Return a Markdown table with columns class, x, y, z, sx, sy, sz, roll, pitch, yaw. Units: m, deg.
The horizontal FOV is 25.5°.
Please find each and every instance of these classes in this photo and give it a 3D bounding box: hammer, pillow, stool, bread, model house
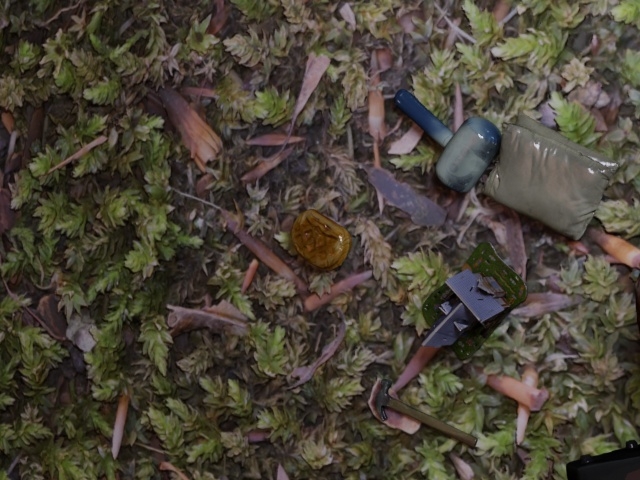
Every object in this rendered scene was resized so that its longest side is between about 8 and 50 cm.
| class | x | y | z | sx | sy | sz | roll | pitch | yaw |
| --- | --- | --- | --- | --- | --- | --- | --- | --- | --- |
| hammer | 0.163 | 0.280 | 2.200 | 0.182 | 0.017 | 0.062 | 25 | 106 | 27 |
| pillow | 0.331 | -0.090 | 2.040 | 0.181 | 0.078 | 0.134 | 29 | 110 | 24 |
| stool | 0.449 | 0.341 | 1.911 | 0.232 | 0.232 | 0.141 | -17 | 81 | 31 |
| bread | 0.000 | 0.000 | 2.269 | 0.110 | 0.044 | 0.083 | 34 | 113 | 28 |
| model house | 0.212 | 0.096 | 2.116 | 0.167 | 0.088 | 0.117 | -47 | 70 | 25 |
| hammer | 0.181 | -0.167 | 2.136 | 0.194 | 0.069 | 0.116 | 45 | 115 | 27 |

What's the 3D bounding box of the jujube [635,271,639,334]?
| class | x | y | z | sx | sy | sz | roll | pitch | yaw |
| --- | --- | --- | --- | --- | --- | --- | --- | --- | --- |
| jujube | 0.576 | 0.130 | 1.795 | 0.377 | 0.276 | 0.276 | 41 | 113 | 19 |
